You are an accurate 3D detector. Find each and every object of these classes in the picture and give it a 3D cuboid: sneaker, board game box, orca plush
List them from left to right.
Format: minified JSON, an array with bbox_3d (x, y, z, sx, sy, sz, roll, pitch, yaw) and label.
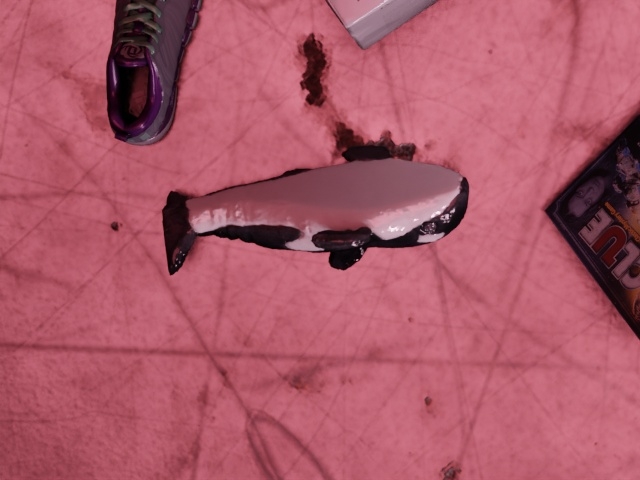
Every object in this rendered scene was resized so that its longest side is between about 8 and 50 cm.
[{"bbox_3d":[-0.157,-0.198,1.732,0.083,0.098,0.223,5,94,2],"label":"sneaker"},{"bbox_3d":[0.000,0.000,1.739,0.287,0.151,0.102,-14,124,1],"label":"orca plush"},{"bbox_3d":[0.316,-0.006,1.654,0.165,0.243,0.042,-47,130,14],"label":"board game box"}]

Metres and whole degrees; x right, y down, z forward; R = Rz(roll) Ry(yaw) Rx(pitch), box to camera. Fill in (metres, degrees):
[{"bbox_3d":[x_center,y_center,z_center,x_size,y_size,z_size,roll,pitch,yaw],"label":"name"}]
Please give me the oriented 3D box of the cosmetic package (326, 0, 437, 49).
[{"bbox_3d":[0.161,-0.312,1.617,0.377,0.284,0.097,-34,92,4],"label":"cosmetic package"}]
